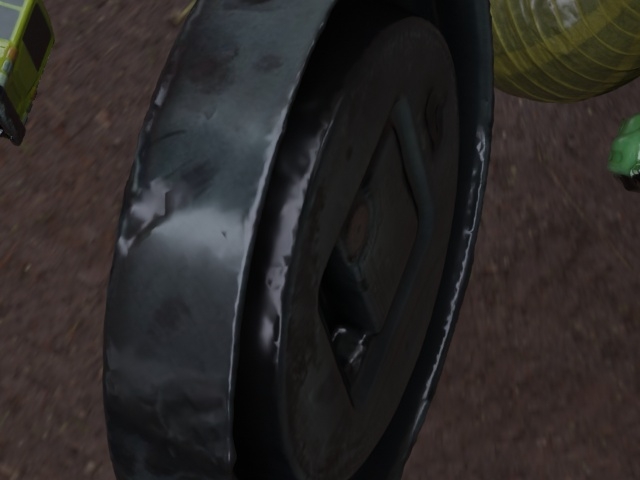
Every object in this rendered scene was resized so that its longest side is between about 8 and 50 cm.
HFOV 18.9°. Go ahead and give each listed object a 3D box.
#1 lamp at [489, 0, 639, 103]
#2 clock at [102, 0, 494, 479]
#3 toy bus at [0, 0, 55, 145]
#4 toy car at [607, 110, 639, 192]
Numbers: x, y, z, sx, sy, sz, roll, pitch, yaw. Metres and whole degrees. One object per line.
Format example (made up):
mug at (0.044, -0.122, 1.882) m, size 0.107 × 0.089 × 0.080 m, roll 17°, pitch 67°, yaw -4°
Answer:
lamp at (0.213, -0.233, 1.589) m, size 0.250 × 0.284 × 0.250 m, roll -8°, pitch 103°, yaw -35°
clock at (0.001, 0.001, 0.879) m, size 0.066 × 0.319 × 0.319 m, roll 13°, pitch 106°, yaw 20°
toy bus at (-0.393, -0.194, 1.801) m, size 0.262 × 0.128 × 0.150 m, roll 16°, pitch 75°, yaw 7°
toy car at (0.457, -0.081, 1.797) m, size 0.359 × 0.213 × 0.176 m, roll 12°, pitch 96°, yaw 15°
